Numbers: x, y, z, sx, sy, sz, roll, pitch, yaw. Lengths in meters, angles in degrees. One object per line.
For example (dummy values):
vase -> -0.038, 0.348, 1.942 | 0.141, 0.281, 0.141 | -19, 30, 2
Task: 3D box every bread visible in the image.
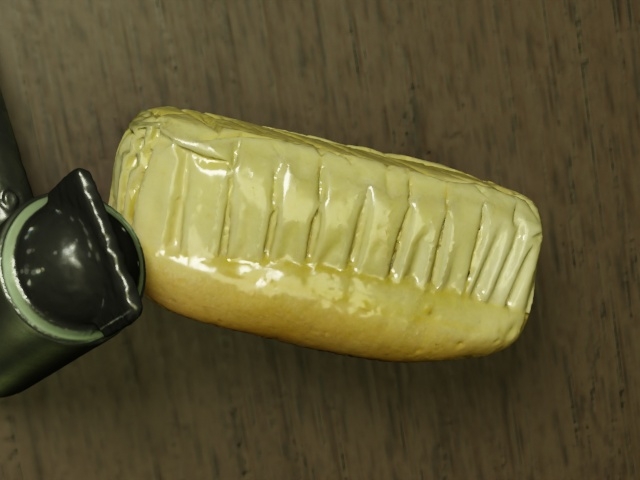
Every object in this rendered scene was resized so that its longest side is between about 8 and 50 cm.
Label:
bread -> 0.000, 0.000, 0.844 | 0.236, 0.140, 0.106 | 12, 99, -15

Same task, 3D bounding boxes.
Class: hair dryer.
hair dryer -> -0.163, -0.057, 0.782 | 0.078, 0.195, 0.248 | -17, 83, -31
